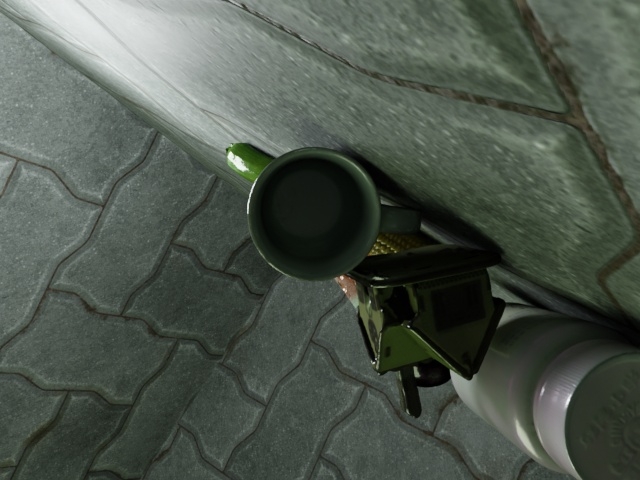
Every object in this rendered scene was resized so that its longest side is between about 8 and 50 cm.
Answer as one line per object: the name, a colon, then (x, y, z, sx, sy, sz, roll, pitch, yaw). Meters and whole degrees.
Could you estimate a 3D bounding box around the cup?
cup: (0.023, -0.045, 0.947, 0.257, 0.187, 0.234, 7, -173, -3)

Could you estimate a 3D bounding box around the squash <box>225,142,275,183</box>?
squash: (-0.146, -0.169, 1.385, 0.219, 0.077, 0.068, 34, 169, 37)

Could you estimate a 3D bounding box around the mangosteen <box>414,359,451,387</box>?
mangosteen: (0.337, 0.287, 1.742, 0.301, 0.275, 0.275, -6, 166, 12)

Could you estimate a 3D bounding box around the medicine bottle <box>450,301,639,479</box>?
medicine bottle: (0.347, 0.215, 0.902, 0.213, 0.214, 0.378, 34, 177, -6)

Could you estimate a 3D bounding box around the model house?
model house: (0.162, 0.155, 0.914, 0.204, 0.279, 0.218, -11, -175, -11)

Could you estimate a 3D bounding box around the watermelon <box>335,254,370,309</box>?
watermelon: (0.118, 0.058, 1.563, 0.226, 0.148, 0.318, 38, -164, -10)

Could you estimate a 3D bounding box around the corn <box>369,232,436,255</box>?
corn: (0.147, 0.017, 1.104, 0.260, 0.091, 0.091, 35, 168, 10)
